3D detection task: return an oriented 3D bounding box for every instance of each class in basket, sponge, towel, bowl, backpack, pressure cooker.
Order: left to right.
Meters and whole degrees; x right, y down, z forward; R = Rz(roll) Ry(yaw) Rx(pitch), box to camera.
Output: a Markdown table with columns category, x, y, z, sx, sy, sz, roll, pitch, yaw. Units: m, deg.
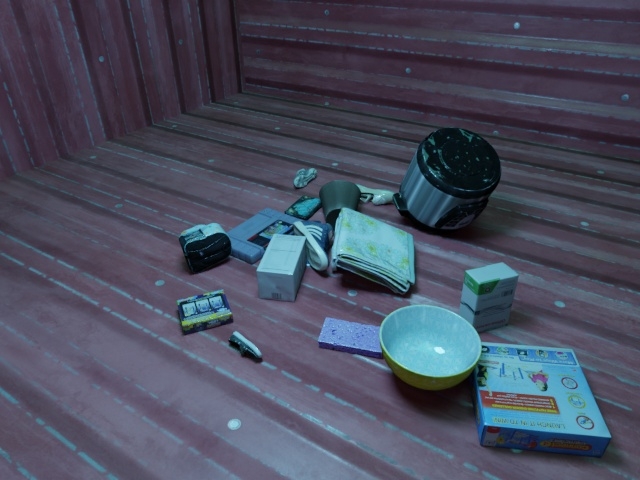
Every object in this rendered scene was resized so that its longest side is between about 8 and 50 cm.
| category | x | y | z | sx | sy | sz | roll | pitch | yaw |
| --- | --- | --- | --- | --- | --- | --- | --- | --- | --- |
| backpack | -0.458 | 0.019 | 1.900 | 0.188 | 0.166 | 0.144 | -20 | 38 | -15 |
| basket | 0.088 | -0.156 | 2.193 | 0.204 | 0.154 | 0.227 | 1 | 36 | 4 |
| sponge | 0.106 | 0.317 | 1.552 | 0.210 | 0.031 | 0.117 | 7 | 33 | 13 |
| towel | 0.211 | 0.026 | 1.847 | 0.320 | 0.090 | 0.374 | 25 | 32 | -8 |
| bowl | 0.313 | 0.340 | 1.395 | 0.289 | 0.156 | 0.289 | -1 | 33 | 1 |
| pressure cooker | 0.549 | -0.236 | 2.087 | 0.370 | 0.420 | 0.375 | 29 | 60 | 7 |

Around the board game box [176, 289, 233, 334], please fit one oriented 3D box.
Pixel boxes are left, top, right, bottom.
| category | x | y | z | sx | sy | sz | roll | pitch | yaw |
| --- | --- | --- | --- | --- | --- | --- | --- | --- | --- |
| board game box | -0.405 | 0.248 | 1.656 | 0.170 | 0.048 | 0.141 | -12 | 36 | -18 |

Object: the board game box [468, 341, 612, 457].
| category | x | y | z | sx | sy | sz | roll | pitch | yaw |
| --- | --- | --- | --- | --- | --- | --- | --- | --- | --- |
| board game box | 0.581 | 0.427 | 1.318 | 0.308 | 0.086 | 0.302 | 4 | 33 | 7 |

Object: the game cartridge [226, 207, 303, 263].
| category | x | y | z | sx | sy | sz | roll | pitch | yaw |
| --- | --- | --- | --- | --- | --- | --- | --- | --- | --- |
| game cartridge | -0.262 | -0.031 | 2.084 | 0.230 | 0.068 | 0.355 | 16 | 36 | 32 |

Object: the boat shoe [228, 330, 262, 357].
| category | x | y | z | sx | sy | sz | roll | pitch | yaw |
| --- | --- | --- | --- | --- | --- | --- | --- | --- | --- |
| boat shoe | -0.241 | 0.341 | 1.513 | 0.142 | 0.049 | 0.040 | 27 | 60 | 38 |

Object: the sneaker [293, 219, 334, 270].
| category | x | y | z | sx | sy | sz | roll | pitch | yaw |
| --- | --- | --- | --- | --- | --- | --- | --- | --- | --- |
| sneaker | 0.000 | 0.000 | 1.950 | 0.148 | 0.131 | 0.350 | -13 | 32 | -14 |

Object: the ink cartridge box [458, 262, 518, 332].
| category | x | y | z | sx | sy | sz | roll | pitch | yaw |
| --- | --- | --- | --- | --- | --- | --- | --- | --- | --- |
| ink cartridge box | 0.554 | 0.192 | 1.577 | 0.153 | 0.208 | 0.087 | -10 | 31 | -16 |

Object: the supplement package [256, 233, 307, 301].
| category | x | y | z | sx | sy | sz | roll | pitch | yaw |
| --- | --- | --- | --- | --- | --- | --- | --- | --- | --- |
| supplement package | -0.139 | 0.098 | 1.797 | 0.139 | 0.134 | 0.244 | 6 | 35 | 9 |

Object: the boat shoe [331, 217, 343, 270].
| category | x | y | z | sx | sy | sz | roll | pitch | yaw |
| --- | --- | --- | --- | --- | --- | --- | --- | --- | --- |
| boat shoe | 0.099 | 0.016 | 1.962 | 0.091 | 0.114 | 0.302 | 2 | 44 | 5 |

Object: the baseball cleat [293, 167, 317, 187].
| category | x | y | z | sx | sy | sz | roll | pitch | yaw |
| --- | --- | --- | --- | --- | --- | --- | --- | --- | --- |
| baseball cleat | -0.105 | -0.336 | 2.564 | 0.109 | 0.072 | 0.206 | 5 | 26 | 35 |

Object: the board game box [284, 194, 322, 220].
| category | x | y | z | sx | sy | sz | roll | pitch | yaw |
| --- | --- | --- | --- | --- | --- | --- | --- | --- | --- |
| board game box | -0.075 | -0.162 | 2.312 | 0.126 | 0.026 | 0.186 | 15 | 36 | 23 |

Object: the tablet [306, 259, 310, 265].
| category | x | y | z | sx | sy | sz | roll | pitch | yaw |
| --- | --- | --- | --- | --- | --- | --- | --- | --- | --- |
| tablet | -0.070 | 0.087 | 1.939 | 0.083 | 0.006 | 0.054 | -2 | 32 | -3 |

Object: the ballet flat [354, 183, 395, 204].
| category | x | y | z | sx | sy | sz | roll | pitch | yaw |
| --- | --- | --- | --- | --- | --- | --- | --- | --- | --- |
| ballet flat | 0.257 | -0.215 | 2.357 | 0.248 | 0.086 | 0.086 | 15 | 36 | 25 |
